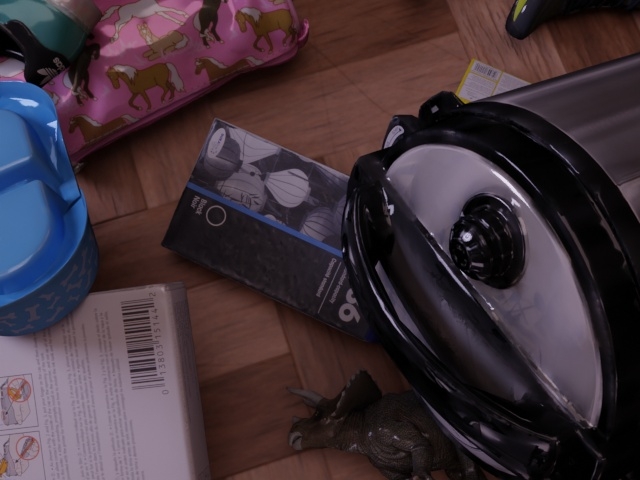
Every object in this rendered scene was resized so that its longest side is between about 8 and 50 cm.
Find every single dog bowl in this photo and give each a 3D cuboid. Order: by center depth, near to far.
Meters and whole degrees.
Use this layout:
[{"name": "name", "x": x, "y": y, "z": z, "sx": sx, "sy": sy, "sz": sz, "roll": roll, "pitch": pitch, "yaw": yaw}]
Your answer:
[{"name": "dog bowl", "x": -0.307, "y": -0.032, "z": 0.907, "sx": 0.166, "sy": 0.074, "sz": 0.297, "roll": -24, "pitch": 53, "yaw": -5}]

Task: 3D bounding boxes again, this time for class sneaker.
[{"name": "sneaker", "x": -0.390, "y": -0.268, "z": 0.994, "sx": 0.302, "sy": 0.108, "sz": 0.121, "roll": 29, "pitch": 80, "yaw": 9}, {"name": "sneaker", "x": 0.364, "y": -0.335, "z": 1.175, "sx": 0.300, "sy": 0.111, "sz": 0.121, "roll": -34, "pitch": 80, "yaw": -8}]

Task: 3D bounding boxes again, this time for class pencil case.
[{"name": "pencil case", "x": -0.207, "y": -0.221, "z": 1.112, "sx": 0.386, "sy": 0.167, "sz": 0.160, "roll": -30, "pitch": 36, "yaw": -9}]

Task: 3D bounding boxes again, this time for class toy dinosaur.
[{"name": "toy dinosaur", "x": 0.125, "y": 0.210, "z": 0.991, "sx": 0.314, "sy": 0.121, "sz": 0.160, "roll": 4, "pitch": 49, "yaw": -9}]

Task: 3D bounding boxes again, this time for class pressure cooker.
[{"name": "pressure cooker", "x": 0.235, "y": 0.023, "z": 0.883, "sx": 0.420, "sy": 0.370, "sz": 0.375, "roll": -20, "pitch": 103, "yaw": -26}]

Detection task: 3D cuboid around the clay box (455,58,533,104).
[{"name": "clay box", "x": 0.194, "y": -0.095, "z": 1.125, "sx": 0.127, "sy": 0.053, "sz": 0.222, "roll": 25, "pitch": 76, "yaw": 7}]

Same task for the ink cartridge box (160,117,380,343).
[{"name": "ink cartridge box", "x": 0.000, "y": 0.000, "z": 1.067, "sx": 0.333, "sy": 0.065, "sz": 0.165, "roll": 23, "pitch": 93, "yaw": 7}]

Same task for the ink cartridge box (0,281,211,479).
[{"name": "ink cartridge box", "x": -0.244, "y": 0.201, "z": 0.907, "sx": 0.261, "sy": 0.066, "sz": 0.296, "roll": -7, "pitch": 90, "yaw": 8}]
